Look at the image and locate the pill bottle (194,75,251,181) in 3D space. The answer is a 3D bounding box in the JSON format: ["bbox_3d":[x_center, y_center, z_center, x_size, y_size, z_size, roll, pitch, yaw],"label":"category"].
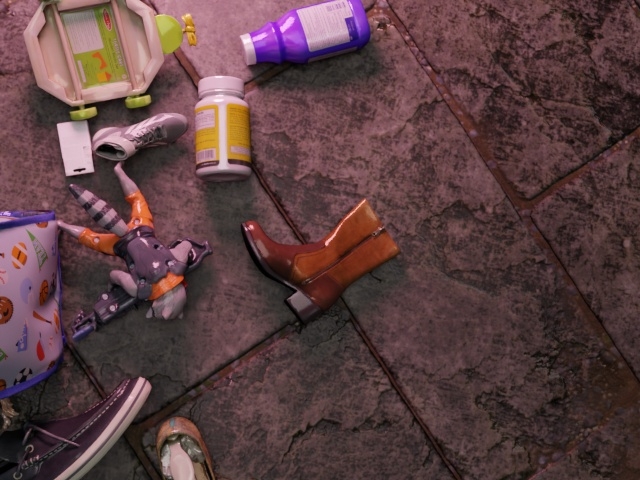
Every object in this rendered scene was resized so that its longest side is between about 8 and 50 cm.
[{"bbox_3d":[-0.209,-0.236,1.693,0.119,0.119,0.208,-1,84,-8],"label":"pill bottle"}]

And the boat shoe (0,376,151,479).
[{"bbox_3d":[-0.549,0.420,1.540,0.500,0.187,0.156,-38,96,-5],"label":"boat shoe"}]

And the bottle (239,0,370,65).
[{"bbox_3d":[-0.036,-0.454,1.755,0.283,0.092,0.118,-17,86,-10],"label":"bottle"}]

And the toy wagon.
[{"bbox_3d":[-0.433,-0.410,1.669,0.344,0.068,0.267,-14,109,-12],"label":"toy wagon"}]

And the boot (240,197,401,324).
[{"bbox_3d":[0.000,0.000,1.708,0.280,0.096,0.264,-39,90,-11],"label":"boot"}]

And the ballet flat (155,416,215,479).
[{"bbox_3d":[-0.250,0.529,1.602,0.123,0.123,0.348,-19,87,-10],"label":"ballet flat"}]

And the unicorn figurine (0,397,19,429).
[{"bbox_3d":[-0.701,0.349,1.592,0.162,0.060,0.111,-23,87,-26],"label":"unicorn figurine"}]

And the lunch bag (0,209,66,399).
[{"bbox_3d":[-0.623,0.114,1.455,0.239,0.385,0.328,2,99,21],"label":"lunch bag"}]

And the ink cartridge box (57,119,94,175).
[{"bbox_3d":[-0.519,-0.195,1.689,0.063,0.029,0.115,-10,86,-10],"label":"ink cartridge box"}]

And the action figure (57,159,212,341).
[{"bbox_3d":[-0.408,0.048,1.608,0.341,0.178,0.330,-42,81,-12],"label":"action figure"}]

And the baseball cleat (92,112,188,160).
[{"bbox_3d":[-0.377,-0.210,1.672,0.206,0.109,0.072,-16,124,-3],"label":"baseball cleat"}]
